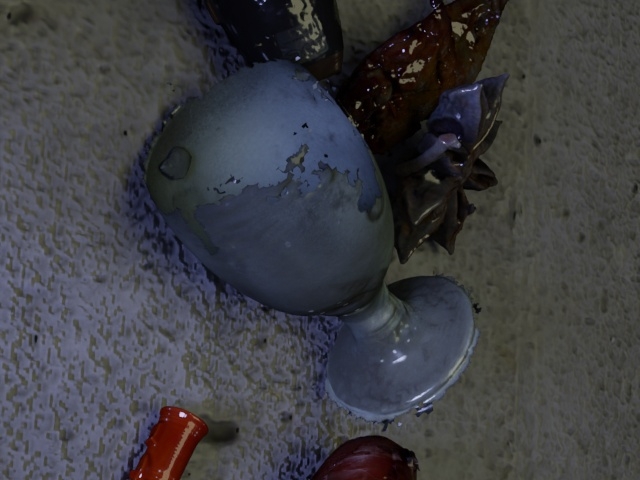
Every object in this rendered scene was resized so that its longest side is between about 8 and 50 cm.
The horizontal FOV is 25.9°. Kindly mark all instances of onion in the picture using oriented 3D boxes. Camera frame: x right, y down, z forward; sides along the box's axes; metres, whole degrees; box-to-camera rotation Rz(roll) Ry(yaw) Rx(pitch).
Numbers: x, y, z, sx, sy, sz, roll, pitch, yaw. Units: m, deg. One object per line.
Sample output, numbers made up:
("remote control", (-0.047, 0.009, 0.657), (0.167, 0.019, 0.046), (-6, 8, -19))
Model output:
("onion", (0.024, 0.274, 1.306), (0.147, 0.184, 0.184), (1, 85, -8))

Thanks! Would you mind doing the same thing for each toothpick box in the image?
("toothpick box", (-0.134, 0.189, 1.198), (0.047, 0.047, 0.083), (48, 54, -35))

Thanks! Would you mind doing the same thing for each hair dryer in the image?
("hair dryer", (-0.034, -0.273, 1.157), (0.120, 0.359, 0.304), (-24, 100, -14))

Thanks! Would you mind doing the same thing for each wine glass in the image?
("wine glass", (-0.003, 0.003, 1.267), (0.357, 0.190, 0.190), (54, 50, -37))

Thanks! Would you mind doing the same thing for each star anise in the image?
("star anise", (0.130, -0.082, 1.451), (0.230, 0.081, 0.262), (-57, 161, 4))

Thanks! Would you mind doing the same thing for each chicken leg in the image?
("chicken leg", (0.121, -0.204, 1.459), (0.083, 0.177, 0.322), (40, 46, 17))
